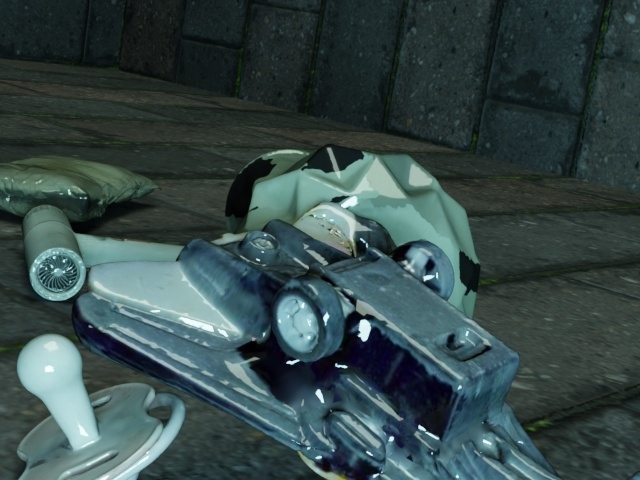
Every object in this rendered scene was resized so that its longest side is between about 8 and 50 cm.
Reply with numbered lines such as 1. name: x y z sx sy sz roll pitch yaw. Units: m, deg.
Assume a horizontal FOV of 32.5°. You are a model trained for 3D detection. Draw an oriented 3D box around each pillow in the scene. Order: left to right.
1. pillow: -0.265 -0.057 1.121 0.148 0.050 0.229 15 9 7

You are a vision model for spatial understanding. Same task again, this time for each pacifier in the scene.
1. pacifier: -0.107 0.075 0.497 0.081 0.078 0.099 -26 17 -7

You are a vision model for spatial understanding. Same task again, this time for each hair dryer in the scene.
1. hair dryer: -0.145 0.016 0.881 0.183 0.044 0.155 9 13 -18

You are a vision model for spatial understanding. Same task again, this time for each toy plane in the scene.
1. toy plane: 0.055 0.078 0.477 0.316 0.103 0.204 31 32 35

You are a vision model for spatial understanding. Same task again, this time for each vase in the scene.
1. vase: 0.000 0.000 0.808 0.165 0.165 0.360 7 8 -10
